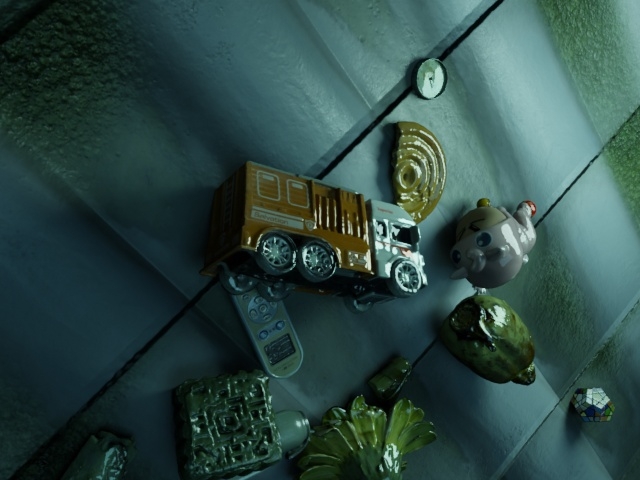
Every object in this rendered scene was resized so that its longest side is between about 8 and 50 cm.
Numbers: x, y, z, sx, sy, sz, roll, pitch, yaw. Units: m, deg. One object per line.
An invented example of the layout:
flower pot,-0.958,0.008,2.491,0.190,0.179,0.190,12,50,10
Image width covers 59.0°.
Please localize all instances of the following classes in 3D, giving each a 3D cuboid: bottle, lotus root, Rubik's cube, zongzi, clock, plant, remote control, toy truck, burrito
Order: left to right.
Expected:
burrito,-0.427,0.463,0.955,0.096,0.066,0.309,41,81,-24
bottle,-0.142,0.398,1.083,0.254,0.079,0.095,-12,83,-26
remote control,-0.103,0.155,1.071,0.087,0.047,0.244,-29,113,-23
toy truck,0.000,0.000,1.008,0.388,0.173,0.206,13,65,-31
plant,0.082,0.463,1.159,0.261,0.297,0.306,42,104,-2
zongzi,0.167,0.322,1.256,0.109,0.055,0.119,-38,128,-18
clock,0.224,-0.329,1.152,0.085,0.017,0.085,-7,105,-27
lotus root,0.395,0.240,1.301,0.309,0.173,0.173,43,80,-34
Rubik's cube,0.762,0.460,1.583,0.093,0.111,0.111,27,88,-3

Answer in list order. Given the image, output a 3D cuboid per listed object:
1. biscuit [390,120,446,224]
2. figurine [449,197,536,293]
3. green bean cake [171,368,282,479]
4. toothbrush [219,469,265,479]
biscuit,0.206,-0.133,1.180,0.145,0.033,0.224,-4,104,-27
figurine,0.386,0.003,1.263,0.288,0.176,0.186,-18,68,-40
green bean cake,-0.166,0.327,1.002,0.173,0.094,0.181,-2,69,-23
toothbrush,-0.268,0.500,1.064,0.387,0.040,0.040,-20,110,-23
